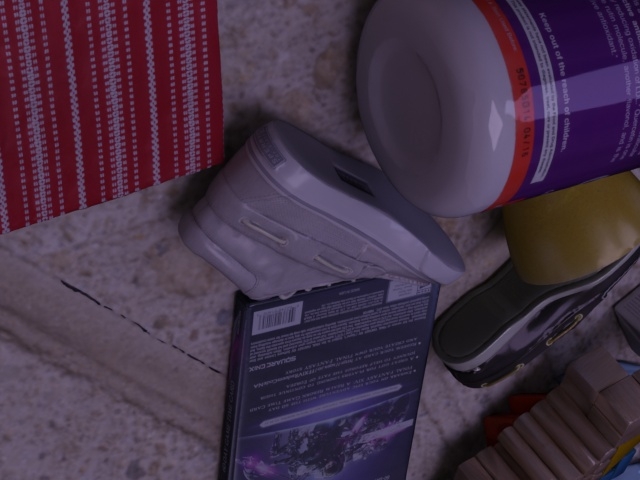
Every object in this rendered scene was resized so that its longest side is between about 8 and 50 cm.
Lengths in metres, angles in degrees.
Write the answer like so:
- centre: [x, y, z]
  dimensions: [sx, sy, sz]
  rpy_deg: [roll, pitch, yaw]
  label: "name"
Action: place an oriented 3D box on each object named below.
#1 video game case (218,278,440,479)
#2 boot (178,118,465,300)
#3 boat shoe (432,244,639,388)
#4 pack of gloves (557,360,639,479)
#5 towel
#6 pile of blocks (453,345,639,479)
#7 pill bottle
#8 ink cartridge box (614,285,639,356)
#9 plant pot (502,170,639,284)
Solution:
- centre: [0.005, 0.144, 1.436]
  dimensions: [0.196, 0.026, 0.274]
  rpy_deg: [-12, 128, -28]
  label: "video game case"
- centre: [0.000, 0.000, 1.298]
  dimensions: [0.123, 0.095, 0.258]
  rpy_deg: [-42, 136, 19]
  label: "boot"
- centre: [0.206, 0.049, 1.474]
  dimensions: [0.227, 0.081, 0.069]
  rpy_deg: [-36, 138, 1]
  label: "boat shoe"
- centre: [0.296, 0.217, 1.677]
  dimensions: [0.232, 0.046, 0.195]
  rpy_deg: [8, 115, -38]
  label: "pack of gloves"
- centre: [-0.194, -0.102, 1.116]
  dimensions: [0.275, 0.031, 0.199]
  rpy_deg: [-19, 128, -26]
  label: "towel"
- centre: [0.190, 0.230, 1.580]
  dimensions: [0.362, 0.112, 0.149]
  rpy_deg: [-42, 153, 4]
  label: "pile of blocks"
- centre: [0.201, -0.136, 1.260]
  dimensions: [0.323, 0.181, 0.181]
  rpy_deg: [-15, 128, -26]
  label: "pill bottle"
- centre: [0.421, 0.050, 1.581]
  dimensions: [0.231, 0.134, 0.078]
  rpy_deg: [-38, 134, -6]
  label: "ink cartridge box"
- centre: [0.208, -0.039, 1.389]
  dimensions: [0.134, 0.134, 0.095]
  rpy_deg: [-33, 109, -11]
  label: "plant pot"
